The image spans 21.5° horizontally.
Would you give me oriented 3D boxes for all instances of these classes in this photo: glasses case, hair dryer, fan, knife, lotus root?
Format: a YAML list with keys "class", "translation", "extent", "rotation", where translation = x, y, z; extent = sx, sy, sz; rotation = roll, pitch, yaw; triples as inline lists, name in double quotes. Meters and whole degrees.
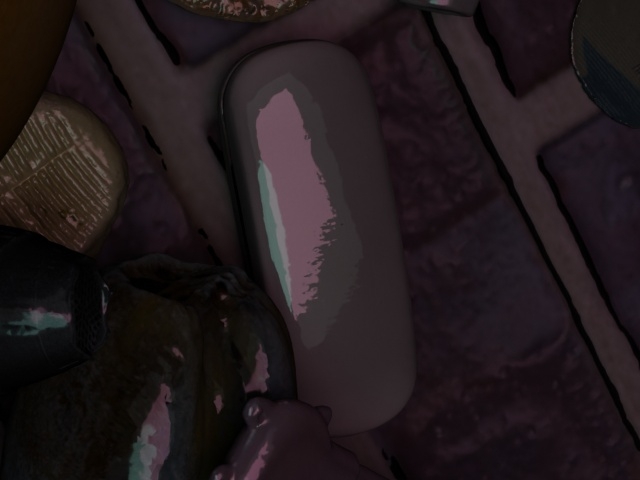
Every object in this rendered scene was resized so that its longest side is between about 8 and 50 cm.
- class: "glasses case"
  translation: [0.000, 0.000, 0.979]
  extent: [0.092, 0.059, 0.233]
  rotation: [-16, 102, -18]
- class: "hair dryer"
  translation: [-0.223, 0.125, 0.831]
  extent: [0.235, 0.091, 0.272]
  rotation: [-3, 75, 16]
- class: "fan"
  translation: [0.194, -0.153, 1.053]
  extent: [0.113, 0.005, 0.175]
  rotation: [-33, 108, -11]
- class: "knife"
  translation: [0.072, 0.196, 0.974]
  extent: [0.398, 0.038, 0.132]
  rotation: [34, 77, -42]
- class: "lotus root"
  translation: [-0.105, 0.167, 0.930]
  extent: [0.158, 0.140, 0.322]
  rotation: [3, 100, -44]

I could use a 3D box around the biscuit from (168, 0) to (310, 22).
- class: "biscuit"
  translation: [-0.045, -0.196, 0.957]
  extent: [0.152, 0.020, 0.152]
  rotation: [-3, 98, -20]

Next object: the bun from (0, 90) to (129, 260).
- class: "bun"
  translation: [-0.162, -0.027, 0.915]
  extent: [0.115, 0.069, 0.115]
  rotation: [-3, 98, -20]

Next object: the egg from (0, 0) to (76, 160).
- class: "egg"
  translation: [-0.239, -0.129, 0.779]
  extent: [0.250, 0.250, 0.322]
  rotation: [34, 71, -20]

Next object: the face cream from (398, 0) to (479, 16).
- class: "face cream"
  translation: [0.085, -0.223, 0.981]
  extent: [0.072, 0.051, 0.182]
  rotation: [9, 96, -19]
